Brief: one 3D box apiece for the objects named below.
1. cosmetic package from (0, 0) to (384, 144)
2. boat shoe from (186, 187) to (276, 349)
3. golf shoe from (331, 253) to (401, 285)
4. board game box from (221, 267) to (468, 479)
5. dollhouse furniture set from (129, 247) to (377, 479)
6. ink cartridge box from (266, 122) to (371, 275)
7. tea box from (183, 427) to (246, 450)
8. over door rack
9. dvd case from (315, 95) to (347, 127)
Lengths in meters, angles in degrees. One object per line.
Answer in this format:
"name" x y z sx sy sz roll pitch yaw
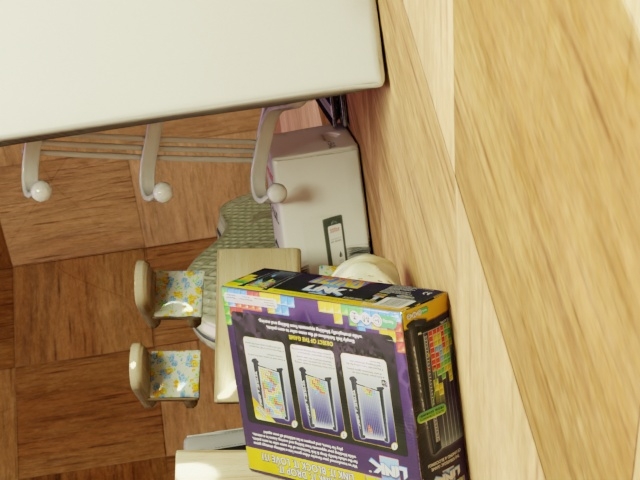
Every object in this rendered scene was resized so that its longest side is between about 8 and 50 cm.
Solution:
"cosmetic package" -0.157 -0.189 1.269 0.156 0.385 0.217 -157 60 -84
"boat shoe" -0.053 0.056 1.976 0.500 0.187 0.156 -90 -12 -77
"golf shoe" 0.040 0.151 1.295 0.140 0.115 0.306 -86 -1 -60
"board game box" 0.016 0.097 1.130 0.170 0.048 0.141 7 112 44
"dollhouse furniture set" -0.057 0.116 1.437 0.161 0.212 0.242 80 -170 -72
"ink cartridge box" 0.000 0.000 1.629 0.148 0.086 0.203 -115 17 -76
"tea box" -0.018 0.391 1.784 0.323 0.220 0.329 -120 23 -78
"over door rack" -0.121 -0.185 1.424 0.108 0.239 0.324 -146 60 -61
"dvd case" -0.002 -0.233 1.668 0.164 0.018 0.221 -115 18 -74
